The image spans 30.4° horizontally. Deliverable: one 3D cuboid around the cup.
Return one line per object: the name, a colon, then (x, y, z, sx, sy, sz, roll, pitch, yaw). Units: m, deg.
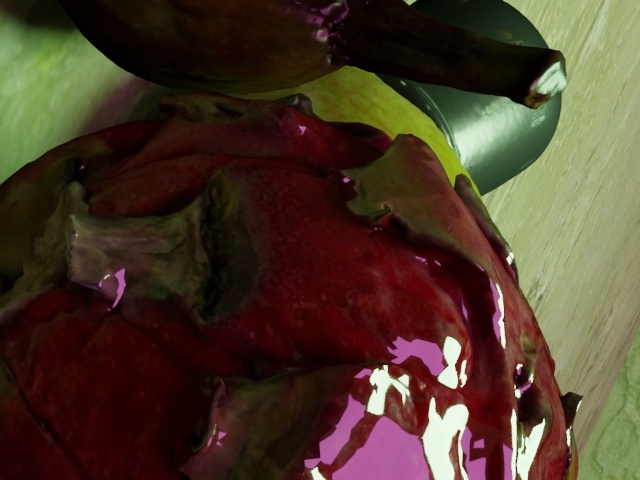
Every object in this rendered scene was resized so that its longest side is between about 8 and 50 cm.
cup: (0.080, -0.128, 0.960, 0.176, 0.169, 0.223, -37, 108, -34)

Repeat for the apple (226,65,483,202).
apple: (0.000, 0.000, 0.799, 0.246, 0.226, 0.246, -33, 135, -40)

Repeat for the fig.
fig: (-0.028, -0.148, 0.589, 0.191, 0.290, 0.190, -16, 122, -28)

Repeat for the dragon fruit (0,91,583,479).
dragon fruit: (-0.037, 0.089, 0.551, 0.329, 0.329, 0.329, -44, 147, -39)
